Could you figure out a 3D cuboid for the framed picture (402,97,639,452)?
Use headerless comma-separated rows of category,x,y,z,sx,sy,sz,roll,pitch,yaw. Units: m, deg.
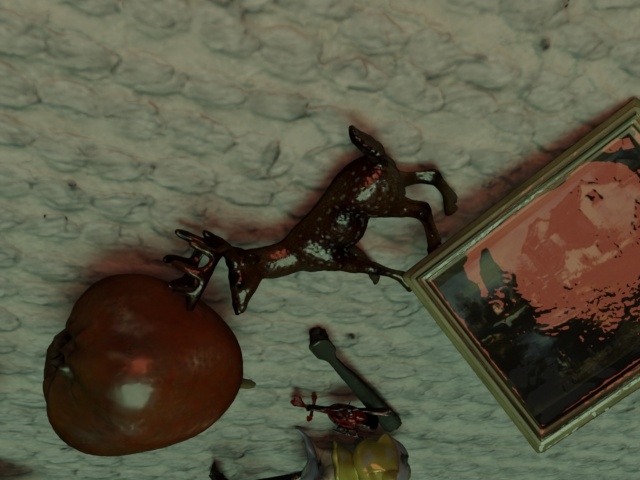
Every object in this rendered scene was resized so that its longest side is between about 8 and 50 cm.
framed picture,0.264,0.038,0.629,0.296,0.232,0.019,-39,172,10

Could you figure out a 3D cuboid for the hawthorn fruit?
hawthorn fruit,-0.171,0.141,0.705,0.251,0.199,0.199,17,130,-41

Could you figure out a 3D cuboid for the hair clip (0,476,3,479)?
hair clip,-0.567,0.363,0.904,0.172,0.113,0.282,-31,137,20

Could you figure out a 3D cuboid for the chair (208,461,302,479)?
chair,-0.119,0.449,1.021,0.149,0.174,0.213,-38,139,20

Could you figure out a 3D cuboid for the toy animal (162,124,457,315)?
toy animal,-0.006,-0.010,0.660,0.260,0.087,0.243,21,114,-31

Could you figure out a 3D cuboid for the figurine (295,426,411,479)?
figurine,0.044,0.367,0.997,0.184,0.128,0.208,-39,124,23

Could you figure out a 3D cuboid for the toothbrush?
toothbrush,0.055,0.207,0.907,0.030,0.030,0.297,-26,134,10

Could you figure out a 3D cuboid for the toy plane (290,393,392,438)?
toy plane,0.027,0.248,0.915,0.145,0.037,0.060,12,143,4
